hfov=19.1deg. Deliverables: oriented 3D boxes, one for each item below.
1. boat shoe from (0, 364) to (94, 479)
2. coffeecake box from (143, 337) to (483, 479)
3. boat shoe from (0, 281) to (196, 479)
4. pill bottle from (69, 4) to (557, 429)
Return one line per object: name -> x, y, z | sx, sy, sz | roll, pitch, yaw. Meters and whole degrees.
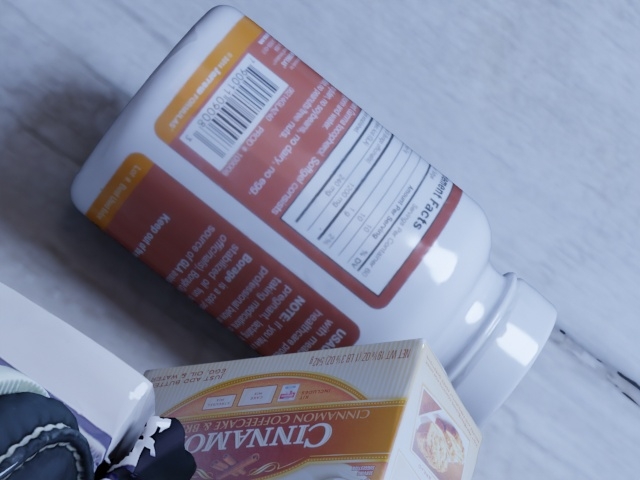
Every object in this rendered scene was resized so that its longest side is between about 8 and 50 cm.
boat shoe -> -0.138, 0.186, 0.552 | 0.113, 0.127, 0.340 | 14, 49, 25
coffeecake box -> -0.029, 0.136, 0.762 | 0.068, 0.142, 0.185 | 58, 37, -36
boat shoe -> -0.228, 0.050, 0.723 | 0.340, 0.127, 0.158 | 31, 67, 7
pill bottle -> 0.000, 0.000, 0.893 | 0.216, 0.121, 0.121 | 39, 48, -4
